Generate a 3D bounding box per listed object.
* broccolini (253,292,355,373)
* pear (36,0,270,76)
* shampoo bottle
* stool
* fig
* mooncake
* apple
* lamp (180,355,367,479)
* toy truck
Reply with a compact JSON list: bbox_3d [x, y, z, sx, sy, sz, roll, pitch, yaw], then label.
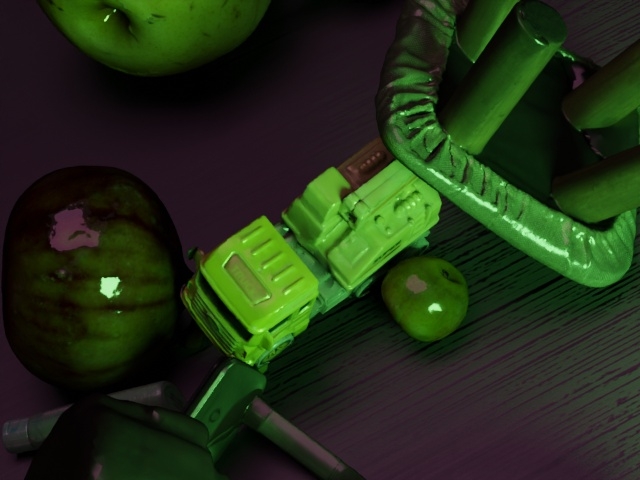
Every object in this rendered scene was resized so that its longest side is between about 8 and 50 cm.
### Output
[{"bbox_3d":[-0.056,0.104,1.564,0.254,0.057,0.071,-44,14,-28],"label":"broccolini"},{"bbox_3d":[-0.212,-0.376,1.909,0.348,0.348,0.348,-11,43,10],"label":"pear"},{"bbox_3d":[-0.232,0.181,1.547,0.191,0.069,0.041,-13,64,16],"label":"shampoo bottle"},{"bbox_3d":[0.244,-0.163,1.498,0.226,0.310,0.310,-45,22,41],"label":"stool"},{"bbox_3d":[-0.233,0.035,1.579,0.214,0.235,0.235,-22,43,-7],"label":"fig"},{"bbox_3d":[-0.184,0.274,1.298,0.141,0.283,0.283,22,42,-18],"label":"mooncake"},{"bbox_3d":[0.104,0.056,1.525,0.074,0.089,0.089,-49,36,25],"label":"apple"},{"bbox_3d":[-0.044,0.250,1.391,0.283,0.124,0.203,33,84,38],"label":"lamp"},{"bbox_3d":[0.000,0.000,1.513,0.272,0.157,0.124,-34,76,-22],"label":"toy truck"}]
